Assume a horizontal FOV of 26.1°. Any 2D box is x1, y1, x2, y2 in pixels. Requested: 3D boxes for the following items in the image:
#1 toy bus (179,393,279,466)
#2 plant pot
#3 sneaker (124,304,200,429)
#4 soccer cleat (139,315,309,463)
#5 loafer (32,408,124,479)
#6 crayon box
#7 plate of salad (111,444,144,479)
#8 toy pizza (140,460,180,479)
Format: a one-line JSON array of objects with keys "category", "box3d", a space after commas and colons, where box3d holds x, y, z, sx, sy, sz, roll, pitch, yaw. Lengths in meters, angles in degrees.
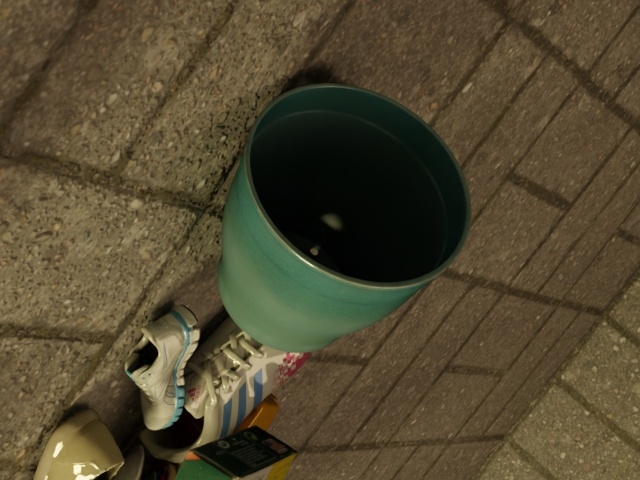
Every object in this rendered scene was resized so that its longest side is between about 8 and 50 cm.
[{"category": "toy bus", "box3d": [-0.173, 0.362, 2.007, 0.332, 0.130, 0.108, -52, 157, 7]}, {"category": "plant pot", "box3d": [0.000, 0.000, 1.625, 0.272, 0.271, 0.255, -30, 164, -37]}, {"category": "sneaker", "box3d": [-0.213, 0.166, 1.736, 0.083, 0.071, 0.190, -18, 134, -39]}, {"category": "soccer cleat", "box3d": [-0.116, 0.171, 1.836, 0.331, 0.116, 0.143, -54, 157, 12]}, {"category": "loafer", "box3d": [-0.320, 0.333, 1.754, 0.102, 0.092, 0.268, -24, 146, -45]}, {"category": "crayon box", "box3d": [-0.164, 0.413, 1.838, 0.318, 0.081, 0.202, -64, 162, 11]}, {"category": "plate of salad", "box3d": [-0.272, 0.364, 1.819, 0.200, 0.048, 0.200, -55, -163, 26]}, {"category": "toy pizza", "box3d": [-0.261, 0.382, 1.890, 0.201, 0.032, 0.201, -47, -162, 21]}]
